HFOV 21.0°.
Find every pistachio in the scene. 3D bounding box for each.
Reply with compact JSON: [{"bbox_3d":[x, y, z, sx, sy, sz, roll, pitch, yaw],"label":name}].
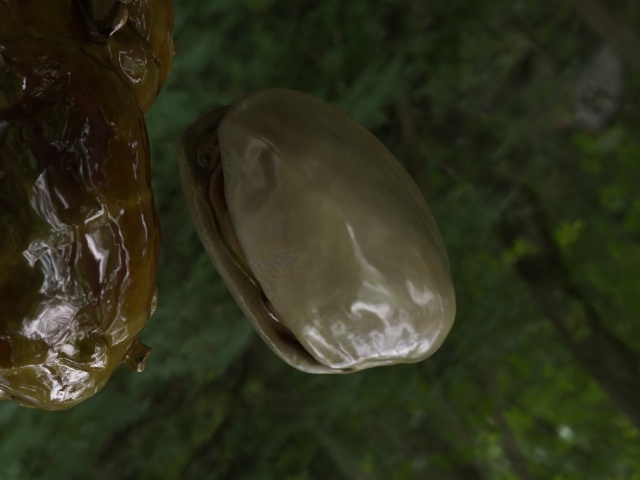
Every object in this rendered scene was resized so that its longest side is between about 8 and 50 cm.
[{"bbox_3d":[0.000,0.000,1.101,0.126,0.223,0.152,-11,-137,53],"label":"pistachio"}]

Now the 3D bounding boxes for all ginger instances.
[{"bbox_3d":[-0.210,-0.083,0.725,0.152,0.357,0.274,8,-98,65],"label":"ginger"}]
